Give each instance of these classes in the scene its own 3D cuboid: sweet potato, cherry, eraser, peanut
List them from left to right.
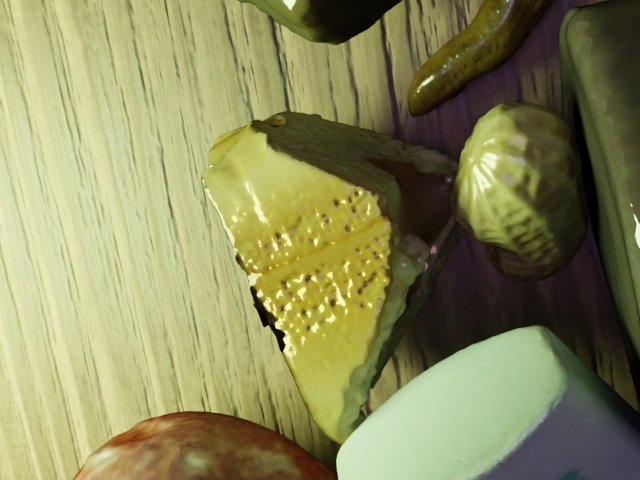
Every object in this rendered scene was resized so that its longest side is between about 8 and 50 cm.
[{"bbox_3d":[-0.096,0.329,0.684,0.335,0.291,0.326,34,93,-7],"label":"cherry"},{"bbox_3d":[0.134,-0.164,0.621,0.054,0.053,0.182,24,117,-30],"label":"sweet potato"},{"bbox_3d":[0.147,-0.024,0.567,0.093,0.194,0.083,-39,56,-7],"label":"peanut"},{"bbox_3d":[0.174,0.195,0.587,0.189,0.104,0.290,-36,125,25],"label":"eraser"}]

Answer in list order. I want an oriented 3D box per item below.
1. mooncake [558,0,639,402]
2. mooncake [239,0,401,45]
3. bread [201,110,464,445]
[{"bbox_3d":[0.254,-0.017,0.497,0.154,0.306,0.306,-10,99,14],"label":"mooncake"},{"bbox_3d":[0.017,-0.257,0.549,0.124,0.228,0.228,38,111,14],"label":"mooncake"},{"bbox_3d":[-0.009,0.007,0.635,0.211,0.183,0.224,27,107,11],"label":"bread"}]
